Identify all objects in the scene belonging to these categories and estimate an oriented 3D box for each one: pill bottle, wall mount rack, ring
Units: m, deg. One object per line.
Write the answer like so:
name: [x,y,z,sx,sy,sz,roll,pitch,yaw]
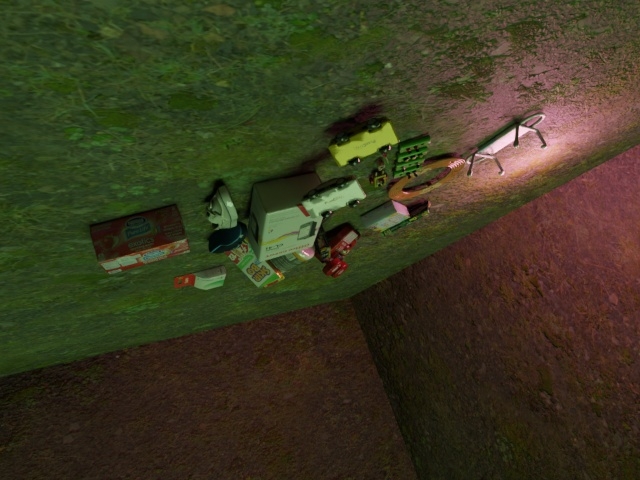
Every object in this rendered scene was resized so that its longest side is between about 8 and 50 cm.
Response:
pill bottle: [-0.175,0.057,2.047,0.279,0.162,0.162,-28,163,27]
wall mount rack: [0.706,-0.349,1.839,0.304,0.130,0.350,-6,158,-43]
ring: [0.436,-0.262,1.983,0.337,0.032,0.336,-19,166,-5]

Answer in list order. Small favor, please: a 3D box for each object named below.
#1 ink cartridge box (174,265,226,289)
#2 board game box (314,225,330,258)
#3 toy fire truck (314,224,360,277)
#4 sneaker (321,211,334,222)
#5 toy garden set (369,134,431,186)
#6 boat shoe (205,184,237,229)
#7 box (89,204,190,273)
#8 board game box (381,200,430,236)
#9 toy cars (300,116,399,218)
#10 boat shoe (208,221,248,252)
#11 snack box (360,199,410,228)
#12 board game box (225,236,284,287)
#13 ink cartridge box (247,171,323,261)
ink cartridge box: [-0.562,0.192,2.224,0.225,0.056,0.181,-16,164,-22]
board game box: [0.000,0.000,2.111,0.048,0.140,0.170,-21,165,-6]
toy fire truck: [0.093,0.040,2.379,0.254,0.169,0.302,-42,163,6]
sneaker: [-0.021,-0.101,1.848,0.130,0.108,0.286,-17,175,-37]
toy garden set: [0.281,-0.267,1.700,0.204,0.049,0.244,-17,162,-2]
boat shoe: [-0.316,-0.093,1.490,0.088,0.096,0.267,-22,174,-14]
box: [-0.539,-0.002,1.443,0.257,0.122,0.128,-17,165,-15]
board game box: [0.428,-0.109,2.388,0.260,0.030,0.136,-27,-164,25]
toy cars: [0.078,-0.218,1.406,0.177,0.087,0.393,17,130,-16]
boat shoe: [-0.324,-0.017,1.743,0.089,0.108,0.258,6,168,-35]
snack box: [0.311,-0.112,2.263,0.175,0.070,0.207,-28,165,23]
board game box: [-0.273,0.099,1.976,0.124,0.039,0.259,-27,120,26]
ink cartridge box: [-0.118,-0.077,1.629,0.226,0.131,0.306,-16,152,-21]
